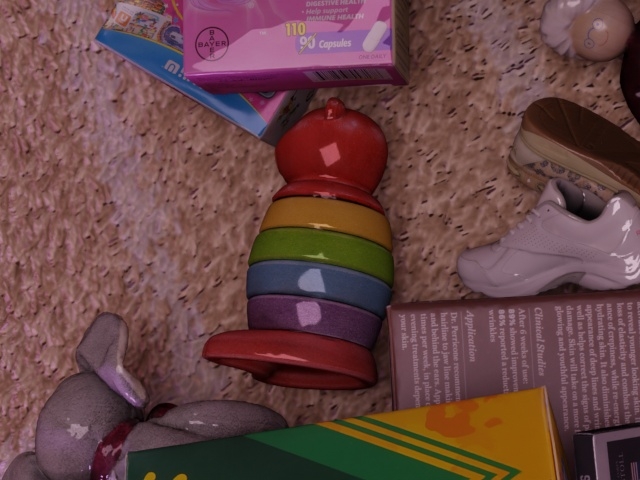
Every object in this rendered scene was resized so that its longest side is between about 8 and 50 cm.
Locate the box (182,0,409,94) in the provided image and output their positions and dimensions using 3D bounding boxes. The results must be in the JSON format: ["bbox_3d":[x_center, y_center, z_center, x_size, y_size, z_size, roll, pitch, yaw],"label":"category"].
[{"bbox_3d":[-0.023,-0.279,1.671,0.214,0.117,0.243,-1,85,10],"label":"box"}]

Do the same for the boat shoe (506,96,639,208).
[{"bbox_3d":[0.325,-0.041,1.697,0.285,0.104,0.089,35,134,16],"label":"boat shoe"}]

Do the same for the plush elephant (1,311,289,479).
[{"bbox_3d":[-0.184,0.233,1.693,0.255,0.330,0.272,41,95,33],"label":"plush elephant"}]

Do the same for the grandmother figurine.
[{"bbox_3d":[0.387,-0.178,1.677,0.342,0.104,0.207,23,100,11],"label":"grandmother figurine"}]

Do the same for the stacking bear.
[{"bbox_3d":[0.000,0.000,1.723,0.164,0.175,0.289,1,75,27],"label":"stacking bear"}]

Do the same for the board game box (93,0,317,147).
[{"bbox_3d":[-0.067,-0.285,1.788,0.224,0.097,0.303,31,93,12],"label":"board game box"}]

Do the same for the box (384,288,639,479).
[{"bbox_3d":[0.258,0.146,1.620,0.381,0.143,0.191,-3,84,5],"label":"box"}]

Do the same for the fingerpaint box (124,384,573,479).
[{"bbox_3d":[0.065,0.322,1.526,0.371,0.445,0.163,-10,56,11],"label":"fingerpaint box"}]

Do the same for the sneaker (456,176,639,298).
[{"bbox_3d":[0.234,-0.007,1.672,0.232,0.090,0.115,-9,105,36],"label":"sneaker"}]

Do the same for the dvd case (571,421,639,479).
[{"bbox_3d":[0.311,0.245,1.445,0.030,0.239,0.179,-9,84,46],"label":"dvd case"}]
